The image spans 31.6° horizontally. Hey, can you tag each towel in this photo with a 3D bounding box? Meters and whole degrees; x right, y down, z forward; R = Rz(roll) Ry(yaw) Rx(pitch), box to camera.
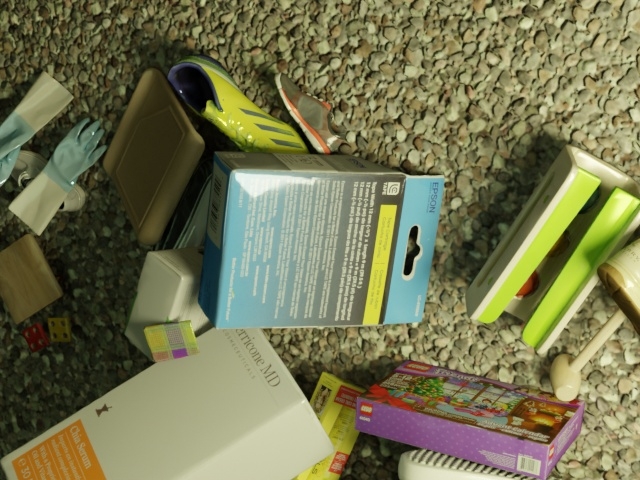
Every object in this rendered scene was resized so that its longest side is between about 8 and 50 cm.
[{"bbox_3d":[-0.231,0.155,1.746,0.083,0.009,0.060,-11,104,16],"label":"towel"}]

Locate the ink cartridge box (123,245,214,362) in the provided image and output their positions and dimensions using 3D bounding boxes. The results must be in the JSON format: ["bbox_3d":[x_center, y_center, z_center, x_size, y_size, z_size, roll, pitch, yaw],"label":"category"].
[{"bbox_3d":[-0.193,0.096,1.847,0.092,0.219,0.160,35,115,33],"label":"ink cartridge box"}]

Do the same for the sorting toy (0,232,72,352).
[{"bbox_3d":[-0.543,0.077,2.127,0.132,0.046,0.275,-30,86,29],"label":"sorting toy"}]

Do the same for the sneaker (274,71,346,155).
[{"bbox_3d":[-0.014,-0.208,1.794,0.064,0.061,0.158,-34,85,2],"label":"sneaker"}]

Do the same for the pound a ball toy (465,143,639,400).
[{"bbox_3d":[0.354,0.046,1.626,0.208,0.136,0.319,27,115,-8],"label":"pound a ball toy"}]

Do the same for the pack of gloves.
[{"bbox_3d":[-0.505,-0.159,2.009,0.195,0.046,0.232,41,95,14],"label":"pack of gloves"}]

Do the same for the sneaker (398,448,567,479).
[{"bbox_3d":[0.269,0.406,1.625,0.365,0.135,0.150,17,88,-15],"label":"sneaker"}]

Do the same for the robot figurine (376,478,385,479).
[{"bbox_3d":[0.135,0.503,1.783,0.353,0.200,0.300,-28,111,30],"label":"robot figurine"}]

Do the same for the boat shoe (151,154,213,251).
[{"bbox_3d":[-0.229,0.011,1.924,0.119,0.121,0.335,37,108,32],"label":"boat shoe"}]

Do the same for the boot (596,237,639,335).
[{"bbox_3d":[0.513,0.059,1.537,0.203,0.095,0.262,-43,118,-2],"label":"boot"}]

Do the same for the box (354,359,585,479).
[{"bbox_3d":[0.224,0.259,1.681,0.293,0.201,0.057,11,105,25],"label":"box"}]

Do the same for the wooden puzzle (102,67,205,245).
[{"bbox_3d":[-0.279,-0.142,1.904,0.221,0.044,0.239,-60,43,25],"label":"wooden puzzle"}]

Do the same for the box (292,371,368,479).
[{"bbox_3d":[0.001,0.336,1.829,0.058,0.087,0.232,22,86,55],"label":"box"}]

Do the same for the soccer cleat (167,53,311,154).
[{"bbox_3d":[-0.134,-0.187,1.812,0.289,0.121,0.093,45,117,12],"label":"soccer cleat"}]

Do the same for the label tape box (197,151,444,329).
[{"bbox_3d":[0.000,0.000,1.737,0.115,0.347,0.249,-139,53,-60],"label":"label tape box"}]

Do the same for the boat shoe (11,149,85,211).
[{"bbox_3d":[-0.516,-0.105,2.062,0.184,0.063,0.066,37,115,15],"label":"boat shoe"}]

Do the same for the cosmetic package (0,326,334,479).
[{"bbox_3d":[-0.236,0.332,1.740,0.453,0.162,0.230,-32,46,-7],"label":"cosmetic package"}]
